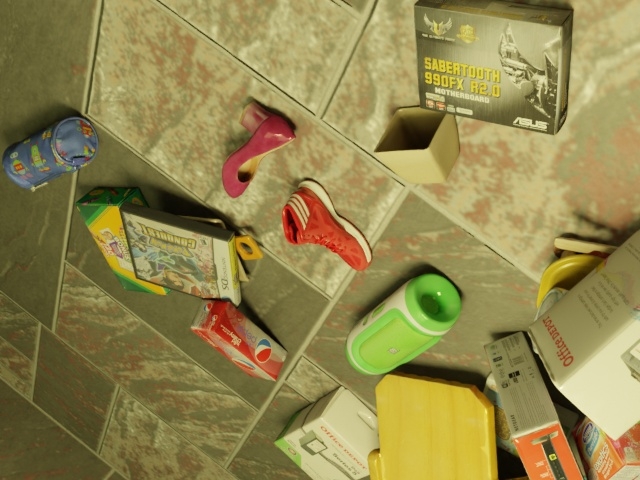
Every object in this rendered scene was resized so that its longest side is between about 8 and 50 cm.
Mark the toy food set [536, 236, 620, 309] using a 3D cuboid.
[{"bbox_3d":[0.437,0.053,1.488,0.128,0.071,0.218,5,136,6],"label":"toy food set"}]

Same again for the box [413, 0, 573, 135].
[{"bbox_3d":[0.258,-0.268,1.325,0.231,0.056,0.183,17,137,27],"label":"box"}]

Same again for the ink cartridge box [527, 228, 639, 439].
[{"bbox_3d":[0.469,0.104,1.261,0.131,0.226,0.306,42,104,-9],"label":"ink cartridge box"}]

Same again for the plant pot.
[{"bbox_3d":[0.173,-0.154,1.477,0.109,0.109,0.096,2,140,39],"label":"plant pot"}]

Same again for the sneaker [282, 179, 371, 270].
[{"bbox_3d":[0.000,0.000,1.749,0.221,0.128,0.087,49,142,-10],"label":"sneaker"}]

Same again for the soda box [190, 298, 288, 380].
[{"bbox_3d":[-0.194,0.243,2.124,0.092,0.083,0.263,3,149,40],"label":"soda box"}]

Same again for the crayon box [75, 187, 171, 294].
[{"bbox_3d":[-0.473,0.002,2.193,0.165,0.081,0.278,3,128,38],"label":"crayon box"}]

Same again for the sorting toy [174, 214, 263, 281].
[{"bbox_3d":[-0.259,0.009,2.051,0.348,0.047,0.196,6,134,36],"label":"sorting toy"}]

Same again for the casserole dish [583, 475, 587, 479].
[{"bbox_3d":[0.617,0.550,1.838,0.188,0.037,0.114,-4,124,42],"label":"casserole dish"}]

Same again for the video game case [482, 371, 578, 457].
[{"bbox_3d":[0.425,0.388,1.852,0.193,0.023,0.212,25,140,20],"label":"video game case"}]

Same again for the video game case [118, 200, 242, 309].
[{"bbox_3d":[-0.319,0.038,2.027,0.275,0.035,0.248,15,140,13],"label":"video game case"}]

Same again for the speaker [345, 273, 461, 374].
[{"bbox_3d":[0.162,0.177,1.788,0.131,0.131,0.296,42,142,-1],"label":"speaker"}]

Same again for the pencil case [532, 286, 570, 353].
[{"bbox_3d":[0.488,0.169,1.454,0.273,0.113,0.124,21,118,-5],"label":"pencil case"}]

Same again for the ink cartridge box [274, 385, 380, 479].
[{"bbox_3d":[0.036,0.508,2.228,0.198,0.115,0.273,44,142,-3],"label":"ink cartridge box"}]

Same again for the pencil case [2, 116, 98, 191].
[{"bbox_3d":[-0.653,-0.203,2.113,0.306,0.119,0.133,-12,90,47],"label":"pencil case"}]

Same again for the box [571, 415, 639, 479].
[{"bbox_3d":[0.582,0.347,1.496,0.257,0.122,0.128,2,142,-14],"label":"box"}]

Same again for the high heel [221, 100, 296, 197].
[{"bbox_3d":[-0.121,-0.153,1.743,0.117,0.082,0.244,39,131,18],"label":"high heel"}]

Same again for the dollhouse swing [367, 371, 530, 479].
[{"bbox_3d":[0.315,0.455,1.950,0.347,0.315,0.304,2,86,44],"label":"dollhouse swing"}]

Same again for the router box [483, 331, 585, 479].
[{"bbox_3d":[0.408,0.372,1.590,0.082,0.335,0.301,-23,107,10],"label":"router box"}]
